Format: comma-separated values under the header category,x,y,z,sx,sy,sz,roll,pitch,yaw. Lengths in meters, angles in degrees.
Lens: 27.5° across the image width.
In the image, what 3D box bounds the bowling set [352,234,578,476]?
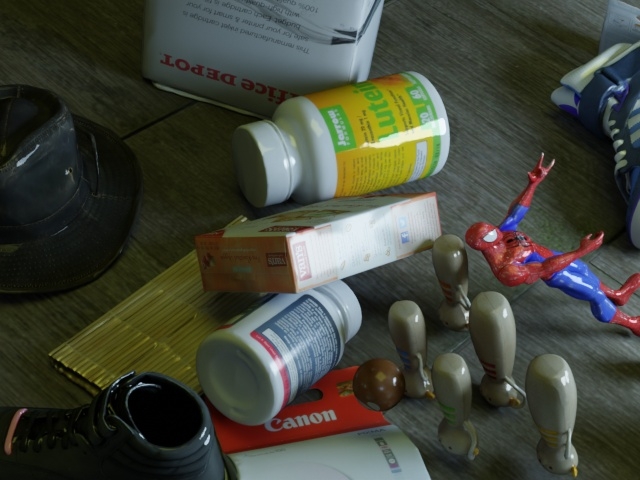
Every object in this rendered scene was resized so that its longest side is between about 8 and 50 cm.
category,x,y,z,sx,sy,sz,roll,pitch,yaw
bowling set,0.127,0.144,1.379,0.199,0.154,0.287,-20,40,-9

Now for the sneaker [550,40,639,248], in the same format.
category,x,y,z,sx,sy,sz,roll,pitch,yaw
sneaker,0.398,-0.132,1.719,0.236,0.130,0.323,13,60,35

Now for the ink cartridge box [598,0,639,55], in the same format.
category,x,y,z,sx,sy,sz,roll,pitch,yaw
ink cartridge box,0.464,-0.283,1.819,0.145,0.179,0.045,25,74,14

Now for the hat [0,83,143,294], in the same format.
category,x,y,z,sx,sy,sz,roll,pitch,yaw
hat,-0.354,-0.092,1.515,0.331,0.134,0.331,6,45,-6

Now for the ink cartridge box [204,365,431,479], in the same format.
category,x,y,z,sx,sy,sz,roll,pitch,yaw
ink cartridge box,-0.001,0.217,1.331,0.189,0.066,0.232,-8,52,-18

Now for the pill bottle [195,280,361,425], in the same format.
category,x,y,z,sx,sy,sz,roll,pitch,yaw
pill bottle,-0.037,0.108,1.386,0.108,0.108,0.180,33,39,21

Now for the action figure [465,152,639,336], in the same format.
category,x,y,z,sx,sy,sz,roll,pitch,yaw
action figure,0.285,0.007,1.447,0.280,0.139,0.091,17,31,-32

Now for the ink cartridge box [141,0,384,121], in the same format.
category,x,y,z,sx,sy,sz,roll,pitch,yaw
ink cartridge box,-0.060,-0.359,1.646,0.285,0.395,0.166,18,43,8

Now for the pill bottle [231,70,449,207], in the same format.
category,x,y,z,sx,sy,sz,roll,pitch,yaw
pill bottle,0.022,-0.118,1.603,0.245,0.136,0.136,-16,51,-24

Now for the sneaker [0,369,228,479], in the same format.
category,x,y,z,sx,sy,sz,roll,pitch,yaw
sneaker,-0.232,0.178,1.262,0.295,0.147,0.105,9,47,1

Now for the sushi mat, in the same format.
category,x,y,z,sx,sy,sz,roll,pitch,yaw
sushi mat,-0.134,0.086,1.458,0.151,0.019,0.316,34,49,23

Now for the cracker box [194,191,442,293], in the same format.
category,x,y,z,sx,sy,sz,roll,pitch,yaw
cracker box,0.000,0.000,1.438,0.232,0.067,0.155,-18,12,-42
